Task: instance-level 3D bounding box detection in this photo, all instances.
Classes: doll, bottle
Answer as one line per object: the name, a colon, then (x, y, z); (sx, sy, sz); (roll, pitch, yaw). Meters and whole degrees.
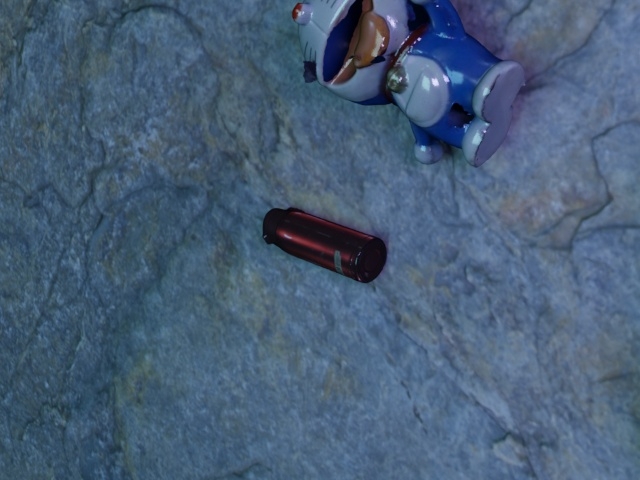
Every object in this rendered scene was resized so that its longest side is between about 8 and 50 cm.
doll: (0.085, -0.183, 1.148); (0.257, 0.161, 0.215); (40, 139, 27)
bottle: (0.000, 0.000, 1.336); (0.164, 0.060, 0.060); (20, 112, 38)
